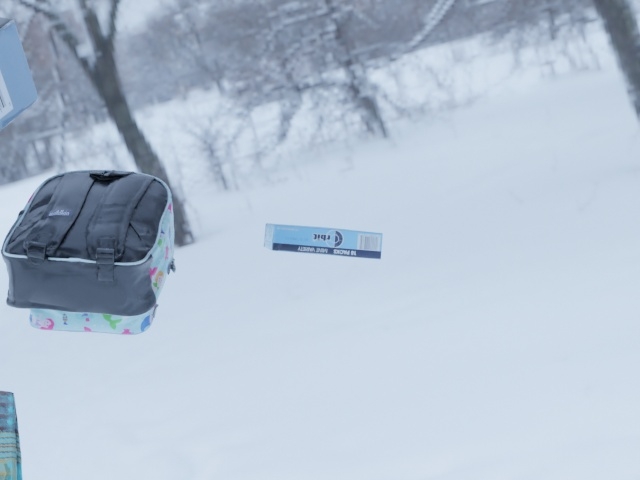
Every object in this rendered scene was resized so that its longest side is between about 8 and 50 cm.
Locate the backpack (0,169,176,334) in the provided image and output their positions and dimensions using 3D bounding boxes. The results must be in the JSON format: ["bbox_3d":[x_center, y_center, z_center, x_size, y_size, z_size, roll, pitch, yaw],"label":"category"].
[{"bbox_3d":[-0.318,0.009,1.653,0.225,0.191,0.253,3,39,2],"label":"backpack"}]

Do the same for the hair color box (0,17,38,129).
[{"bbox_3d":[-0.545,-0.188,1.362,0.375,0.113,0.185,10,40,25],"label":"hair color box"}]

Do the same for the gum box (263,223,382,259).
[{"bbox_3d":[0.000,0.000,1.718,0.157,0.041,0.184,5,0,-6],"label":"gum box"}]

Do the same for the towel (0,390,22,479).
[{"bbox_3d":[-0.348,0.216,0.878,0.271,0.040,0.370,19,27,-29],"label":"towel"}]
